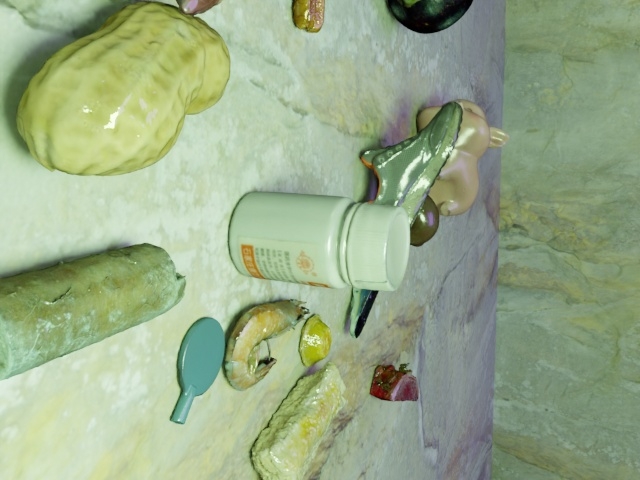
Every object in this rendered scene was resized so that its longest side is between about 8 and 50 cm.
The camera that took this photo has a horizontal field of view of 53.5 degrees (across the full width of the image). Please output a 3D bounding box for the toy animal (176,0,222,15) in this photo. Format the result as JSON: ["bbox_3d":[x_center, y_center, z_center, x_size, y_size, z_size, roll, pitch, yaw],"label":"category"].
[{"bbox_3d":[-0.142,-0.341,0.724,0.195,0.090,0.324,59,31,-2],"label":"toy animal"}]

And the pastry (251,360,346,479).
[{"bbox_3d":[-0.033,0.331,1.144,0.258,0.089,0.121,-57,140,-47],"label":"pastry"}]

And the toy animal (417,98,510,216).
[{"bbox_3d":[0.368,-0.230,1.769,0.269,0.237,0.326,-46,140,-40],"label":"toy animal"}]

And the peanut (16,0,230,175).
[{"bbox_3d":[-0.190,-0.168,0.678,0.305,0.147,0.147,-64,148,-46],"label":"peanut"}]

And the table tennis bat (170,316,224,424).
[{"bbox_3d":[-0.174,0.183,0.900,0.100,0.019,0.155,58,42,-53],"label":"table tennis bat"}]

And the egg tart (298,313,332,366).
[{"bbox_3d":[-0.006,0.197,1.237,0.105,0.039,0.105,5,90,-67],"label":"egg tart"}]

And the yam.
[{"bbox_3d":[-0.243,0.062,0.649,0.259,0.093,0.093,-22,114,-63],"label":"yam"}]

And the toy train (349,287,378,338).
[{"bbox_3d":[0.099,0.117,1.432,0.234,0.051,0.052,-63,147,-33],"label":"toy train"}]

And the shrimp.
[{"bbox_3d":[-0.086,0.163,1.060,0.251,0.052,0.144,-14,119,-58],"label":"shrimp"}]

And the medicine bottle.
[{"bbox_3d":[0.000,0.000,0.961,0.144,0.252,0.145,3,90,-65],"label":"medicine bottle"}]

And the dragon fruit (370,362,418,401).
[{"bbox_3d":[0.189,0.356,1.620,0.147,0.102,0.096,20,74,-59],"label":"dragon fruit"}]

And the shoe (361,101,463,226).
[{"bbox_3d":[0.178,-0.171,1.401,0.336,0.171,0.132,-62,176,3],"label":"shoe"}]

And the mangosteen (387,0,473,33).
[{"bbox_3d":[0.241,-0.586,1.427,0.243,0.243,0.243,5,90,-65],"label":"mangosteen"}]

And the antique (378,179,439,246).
[{"bbox_3d":[0.213,-0.109,1.529,0.121,0.143,0.257,-18,109,-61],"label":"antique"}]

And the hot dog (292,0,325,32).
[{"bbox_3d":[-0.019,-0.441,1.080,0.071,0.045,0.165,-16,109,-62],"label":"hot dog"}]
